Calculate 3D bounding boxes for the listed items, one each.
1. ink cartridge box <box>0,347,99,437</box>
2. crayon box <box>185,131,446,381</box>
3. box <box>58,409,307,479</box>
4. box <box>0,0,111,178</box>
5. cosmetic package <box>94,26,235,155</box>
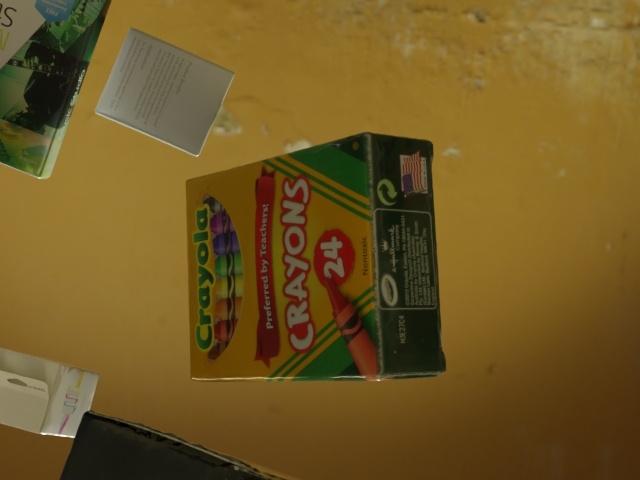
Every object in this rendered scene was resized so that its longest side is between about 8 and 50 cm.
[{"bbox_3d":[-0.357,0.192,1.384,0.092,0.089,0.143,11,170,14],"label":"ink cartridge box"},{"bbox_3d":[-0.032,0.029,1.009,0.081,0.202,0.319,2,172,-40],"label":"crayon box"},{"bbox_3d":[-0.124,0.519,1.373,0.297,0.479,0.472,10,165,39],"label":"box"},{"bbox_3d":[-0.468,-0.281,1.656,0.232,0.321,0.058,21,-171,3],"label":"box"},{"bbox_3d":[-0.257,-0.247,1.818,0.184,0.151,0.151,24,-174,-12],"label":"cosmetic package"}]
